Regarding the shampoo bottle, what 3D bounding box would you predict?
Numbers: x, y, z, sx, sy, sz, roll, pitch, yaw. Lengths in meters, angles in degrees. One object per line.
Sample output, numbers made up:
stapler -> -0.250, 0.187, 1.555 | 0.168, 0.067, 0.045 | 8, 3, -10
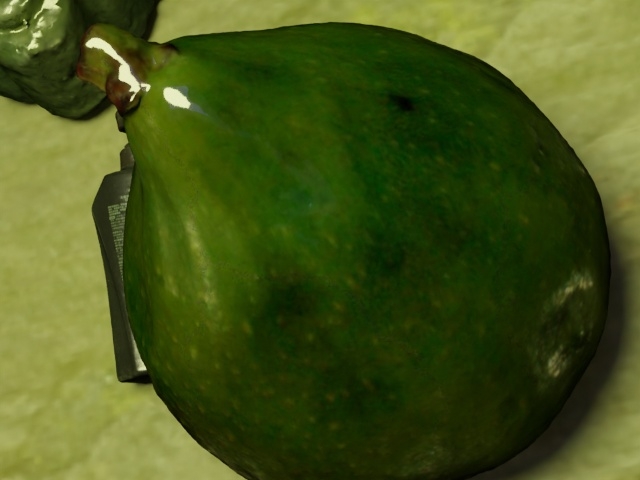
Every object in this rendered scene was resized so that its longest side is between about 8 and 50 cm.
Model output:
shampoo bottle -> -0.087, 0.000, 0.694 | 0.048, 0.027, 0.137 | -8, 74, 3

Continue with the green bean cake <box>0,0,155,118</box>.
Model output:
green bean cake -> -0.163, -0.178, 0.737 | 0.183, 0.094, 0.185 | 22, 79, 23

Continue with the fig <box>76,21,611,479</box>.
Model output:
fig -> 0.000, 0.000, 0.554 | 0.195, 0.245, 0.195 | -15, 60, 27
